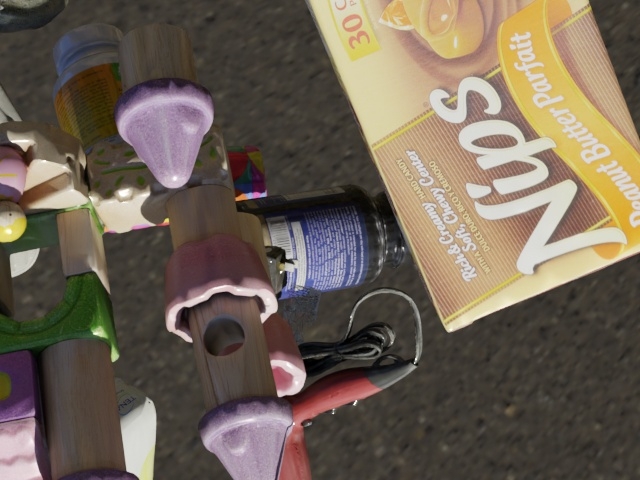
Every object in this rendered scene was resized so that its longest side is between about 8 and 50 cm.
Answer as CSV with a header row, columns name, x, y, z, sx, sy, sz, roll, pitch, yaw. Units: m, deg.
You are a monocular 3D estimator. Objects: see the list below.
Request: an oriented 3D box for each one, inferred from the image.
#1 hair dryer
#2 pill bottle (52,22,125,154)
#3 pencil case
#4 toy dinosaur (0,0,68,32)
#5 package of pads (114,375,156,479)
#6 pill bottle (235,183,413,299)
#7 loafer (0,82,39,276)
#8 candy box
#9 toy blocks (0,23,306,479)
name,x,y,z,sx,sy,sz,roll,pitch,yaw
hair dryer,-0.019,0.165,1.628,0.223,0.080,0.293,23,112,39
pill bottle,-0.272,-0.159,2.088,0.136,0.136,0.245,-45,54,38
pencil case,-0.180,-0.060,1.962,0.104,0.236,0.104,174,90,-66
toy dinosaur,-0.366,-0.280,1.806,0.160,0.313,0.121,40,111,26
package of pads,-0.265,0.300,1.598,0.101,0.229,0.296,23,127,24
pill bottle,0.000,0.000,1.870,0.123,0.219,0.123,172,90,-70
loafer,-0.352,-0.117,1.549,0.111,0.112,0.319,4,110,65
candy box,0.113,-0.114,1.156,0.183,0.087,0.316,-23,107,2
toy blocks,-0.160,0.067,0.900,0.288,0.260,0.309,-11,151,0
